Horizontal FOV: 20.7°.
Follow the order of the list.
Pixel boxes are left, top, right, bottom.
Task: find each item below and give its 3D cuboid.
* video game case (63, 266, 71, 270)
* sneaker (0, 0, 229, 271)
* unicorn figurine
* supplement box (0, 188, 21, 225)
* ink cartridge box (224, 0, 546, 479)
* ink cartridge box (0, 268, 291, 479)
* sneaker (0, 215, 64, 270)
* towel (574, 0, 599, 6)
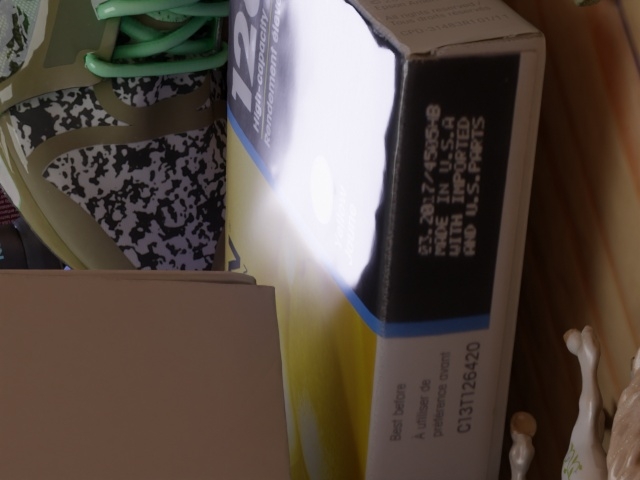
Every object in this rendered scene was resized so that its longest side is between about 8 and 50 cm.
[{"bbox_3d":[-0.190,0.177,1.168,0.269,0.061,0.244,-51,36,3],"label":"video game case"},{"bbox_3d":[-0.096,-0.157,0.909,0.182,0.158,0.410,12,113,56],"label":"sneaker"},{"bbox_3d":[0.098,0.105,0.639,0.162,0.060,0.111,77,-168,-57],"label":"unicorn figurine"},{"bbox_3d":[-0.311,-0.026,1.549,0.104,0.081,0.188,-153,55,-62],"label":"supplement box"},{"bbox_3d":[0.000,0.000,0.790,0.307,0.072,0.304,-128,35,-57],"label":"ink cartridge box"},{"bbox_3d":[-0.129,0.234,0.709,0.285,0.166,0.395,-34,57,58],"label":"ink cartridge box"},{"bbox_3d":[-0.274,0.099,1.487,0.101,0.106,0.267,-132,37,-50],"label":"sneaker"},{"bbox_3d":[0.091,-0.162,0.592,0.110,0.027,0.148,154,104,-68],"label":"towel"}]
